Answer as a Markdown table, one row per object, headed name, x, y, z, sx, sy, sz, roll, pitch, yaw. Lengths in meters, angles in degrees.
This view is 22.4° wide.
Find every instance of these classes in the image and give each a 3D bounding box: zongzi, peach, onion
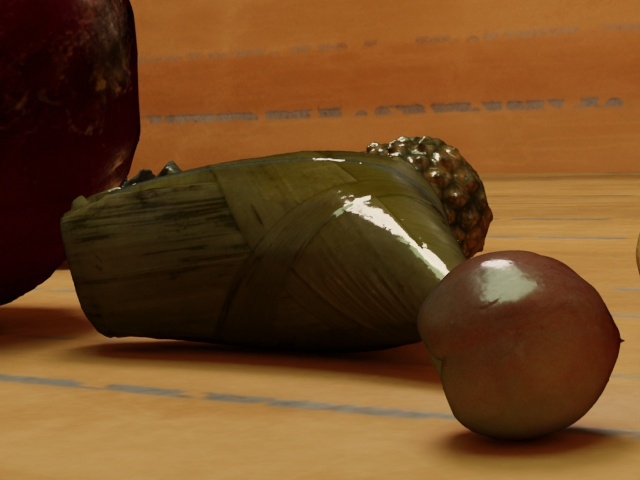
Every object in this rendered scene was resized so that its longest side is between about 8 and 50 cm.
| name | x | y | z | sx | sy | sz | roll | pitch | yaw |
| --- | --- | --- | --- | --- | --- | --- | --- | --- | --- |
| zongzi | -0.031 | 0.023 | 0.884 | 0.228 | 0.115 | 0.256 | -7 | 16 | -3 |
| peach | 0.081 | 0.041 | 0.665 | 0.083 | 0.083 | 0.083 | -3 | 5 | 0 |
| onion | -0.286 | -0.072 | 1.030 | 0.348 | 0.347 | 0.385 | -2 | 32 | 5 |

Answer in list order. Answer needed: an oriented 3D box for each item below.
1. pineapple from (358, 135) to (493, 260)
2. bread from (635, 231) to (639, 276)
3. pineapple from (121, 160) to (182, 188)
| name | x | y | z | sx | sy | sz | roll | pitch | yaw |
| --- | --- | --- | --- | --- | --- | --- | --- | --- | --- |
| pineapple | 0.000 | 0.000 | 1.141 | 0.251 | 0.125 | 0.125 | -19 | 14 | -35 |
| bread | 0.251 | 0.002 | 0.804 | 0.173 | 0.121 | 0.311 | -3 | 4 | 1 |
| pineapple | -0.222 | -0.034 | 1.498 | 0.248 | 0.128 | 0.128 | 5 | 8 | 29 |
